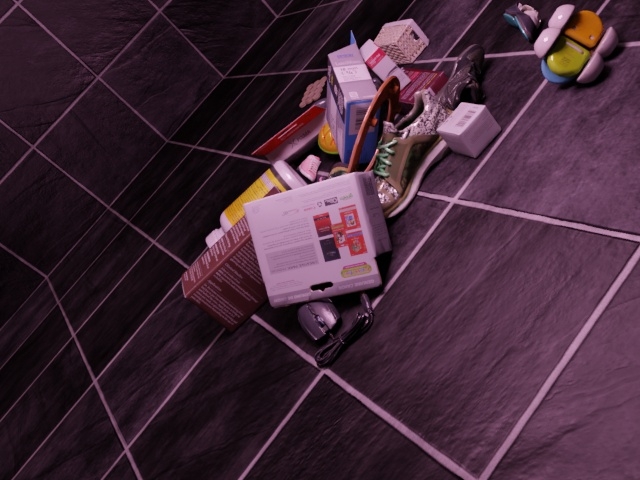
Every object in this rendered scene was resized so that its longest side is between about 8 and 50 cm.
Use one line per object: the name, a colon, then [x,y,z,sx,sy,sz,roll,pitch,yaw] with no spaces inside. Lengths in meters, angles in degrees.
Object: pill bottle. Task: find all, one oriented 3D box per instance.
pill bottle: [-0.178,-0.067,1.934,0.334,0.188,0.188,-42,29,6]

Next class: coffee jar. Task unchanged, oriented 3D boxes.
coffee jar: [0.053,-0.136,1.816,0.184,0.079,0.096,-80,9,-47]

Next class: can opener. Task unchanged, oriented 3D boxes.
can opener: [0.077,-0.481,2.222,0.283,0.095,0.076,-30,33,27]

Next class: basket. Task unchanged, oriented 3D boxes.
basket: [0.269,-0.675,2.202,0.103,0.113,0.167,-54,29,-10]

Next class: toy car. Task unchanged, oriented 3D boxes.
toy car: [0.580,-0.441,1.495,0.182,0.159,0.136,-56,-4,-17]

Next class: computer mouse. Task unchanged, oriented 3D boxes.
computer mouse: [0.023,0.160,1.517,0.184,0.060,0.262,-41,29,10]

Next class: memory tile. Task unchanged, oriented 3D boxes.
memory tile: [-0.029,-0.600,2.597,0.113,0.012,0.148,-20,38,38]

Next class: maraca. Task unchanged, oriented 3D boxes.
maraca: [0.072,-0.326,2.037,0.186,0.099,0.127,17,78,35]

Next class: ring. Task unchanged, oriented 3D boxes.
ring: [0.151,-0.271,1.710,0.032,0.336,0.336,23,64,13]

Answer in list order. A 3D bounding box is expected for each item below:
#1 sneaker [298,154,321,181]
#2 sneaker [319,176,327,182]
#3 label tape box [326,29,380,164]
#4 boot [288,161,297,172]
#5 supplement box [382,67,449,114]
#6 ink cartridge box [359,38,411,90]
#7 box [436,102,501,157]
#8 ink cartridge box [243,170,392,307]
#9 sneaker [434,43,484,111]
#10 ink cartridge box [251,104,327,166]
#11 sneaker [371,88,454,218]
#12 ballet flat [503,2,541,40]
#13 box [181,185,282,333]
sneaker: [-0.029,-0.241,2.101,0.070,0.051,0.134,-46,24,10]
sneaker: [0.030,-0.161,1.944,0.057,0.047,0.119,-19,33,3]
label tape box: [0.079,-0.423,1.902,0.106,0.240,0.333,-9,51,-8]
boot: [-0.136,-0.219,2.228,0.114,0.037,0.106,-27,21,24]
supplement box: [0.282,-0.446,1.934,0.130,0.073,0.239,-47,28,-2]
ink cartridge box: [0.188,-0.518,1.919,0.063,0.150,0.109,-45,28,12]
box: [0.367,-0.274,1.590,0.101,0.087,0.102,-48,28,-4]
ink cartridge box: [0.000,0.000,1.563,0.310,0.271,0.130,-13,2,25]
sneaker: [0.410,-0.438,1.749,0.130,0.087,0.227,15,67,56]
ink cartridge box: [-0.068,-0.342,2.143,0.275,0.060,0.239,-35,-4,19]
sneaker: [0.189,-0.223,1.659,0.410,0.182,0.158,-51,30,-9]
ballet flat: [0.569,-0.617,1.785,0.074,0.074,0.203,-35,28,18]
box: [-0.188,0.053,1.793,0.381,0.191,0.143,-42,29,6]
